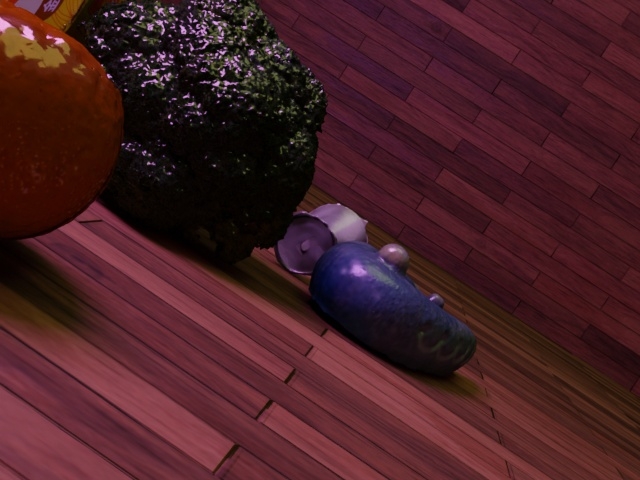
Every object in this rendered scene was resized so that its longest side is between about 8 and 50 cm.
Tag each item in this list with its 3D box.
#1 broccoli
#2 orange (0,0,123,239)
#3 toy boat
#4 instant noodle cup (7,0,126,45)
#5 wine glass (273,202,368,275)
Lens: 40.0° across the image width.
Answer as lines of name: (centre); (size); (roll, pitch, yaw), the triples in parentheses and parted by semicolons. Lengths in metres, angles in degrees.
broccoli: (-0.155, -0.136, 1.044); (0.303, 0.321, 0.283); (11, -19, -30)
orange: (-0.234, -0.082, 0.605); (0.193, 0.161, 0.193); (25, -4, 2)
toy boat: (0.115, 0.077, 1.210); (0.215, 0.123, 0.330); (45, 11, 35)
instant noodle cup: (-0.374, -0.305, 1.107); (0.311, 0.311, 0.221); (34, -2, 13)
wine glass: (0.000, 0.000, 1.336); (0.122, 0.122, 0.183); (34, 8, 11)
